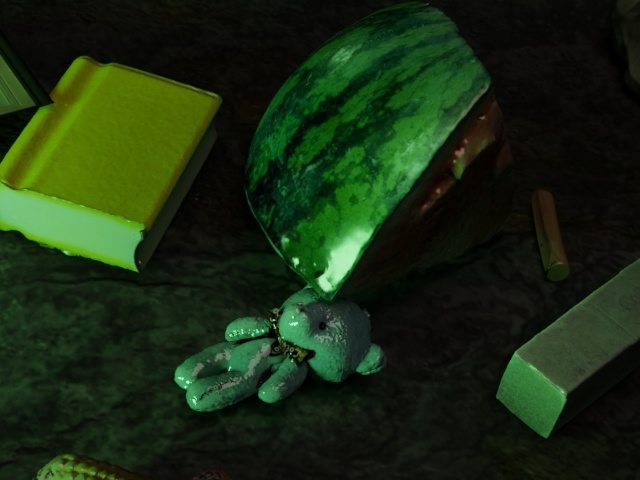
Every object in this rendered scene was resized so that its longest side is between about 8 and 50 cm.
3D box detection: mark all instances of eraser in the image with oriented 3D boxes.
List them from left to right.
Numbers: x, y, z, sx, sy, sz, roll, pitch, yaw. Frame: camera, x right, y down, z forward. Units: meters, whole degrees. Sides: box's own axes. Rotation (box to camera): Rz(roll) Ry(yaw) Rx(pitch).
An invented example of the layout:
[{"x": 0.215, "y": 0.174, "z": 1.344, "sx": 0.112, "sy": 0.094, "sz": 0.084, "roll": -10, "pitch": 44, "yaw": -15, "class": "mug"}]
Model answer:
[{"x": -0.200, "y": -0.078, "z": 1.419, "sx": 0.158, "sy": 0.069, "sz": 0.226, "roll": 16, "pitch": 42, "yaw": 7, "class": "eraser"}]

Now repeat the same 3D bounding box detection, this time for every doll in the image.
[{"x": -0.037, "y": 0.088, "z": 1.289, "sx": 0.179, "sy": 0.075, "sz": 0.120, "roll": -13, "pitch": 47, "yaw": -27, "class": "doll"}]

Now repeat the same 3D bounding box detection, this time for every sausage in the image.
[{"x": 0.229, "y": -0.008, "z": 1.496, "sx": 0.026, "sy": 0.026, "sz": 0.116, "roll": 6, "pitch": 43, "yaw": -9, "class": "sausage"}]

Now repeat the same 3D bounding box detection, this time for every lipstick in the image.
[{"x": 0.291, "y": 0.071, "z": 1.399, "sx": 0.066, "sy": 0.068, "sz": 0.317, "roll": 40, "pitch": 49, "yaw": 23, "class": "lipstick"}]

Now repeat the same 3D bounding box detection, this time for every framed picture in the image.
[{"x": -0.378, "y": -0.149, "z": 1.442, "sx": 0.199, "sy": 0.010, "sz": 0.195, "roll": -18, "pitch": 40, "yaw": -21, "class": "framed picture"}]

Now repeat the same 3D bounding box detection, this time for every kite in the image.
[{"x": -0.081, "y": 0.212, "z": 1.203, "sx": 0.044, "sy": 0.002, "sz": 0.078, "roll": -4, "pitch": 45, "yaw": -19, "class": "kite"}]

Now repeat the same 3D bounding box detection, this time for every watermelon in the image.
[{"x": 0.072, "y": -0.125, "z": 1.405, "sx": 0.319, "sy": 0.222, "sz": 0.292, "roll": -10, "pitch": 48, "yaw": -40, "class": "watermelon"}]

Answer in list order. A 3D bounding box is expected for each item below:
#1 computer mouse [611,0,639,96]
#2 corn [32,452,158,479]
[{"x": 0.511, "y": -0.194, "z": 1.678, "sx": 0.228, "sy": 0.145, "sz": 0.429, "roll": -25, "pitch": 56, "yaw": -37, "class": "computer mouse"}, {"x": -0.075, "y": 0.245, "z": 1.112, "sx": 0.320, "sy": 0.097, "sz": 0.097, "roll": 23, "pitch": 44, "yaw": 12, "class": "corn"}]
